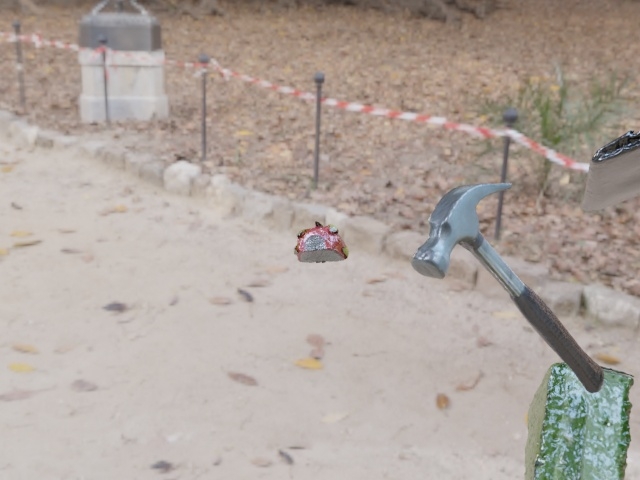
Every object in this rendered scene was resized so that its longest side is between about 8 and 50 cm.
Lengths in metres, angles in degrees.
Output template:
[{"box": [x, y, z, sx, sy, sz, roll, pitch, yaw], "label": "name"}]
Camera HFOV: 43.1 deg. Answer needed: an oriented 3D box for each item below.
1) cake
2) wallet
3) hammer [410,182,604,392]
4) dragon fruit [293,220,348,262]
[{"box": [0.274, 0.258, 0.882, 0.100, 0.099, 0.235, 14, 57, 6], "label": "cake"}, {"box": [0.486, -0.117, 1.233, 0.170, 0.044, 0.321, -18, -16, 12], "label": "wallet"}, {"box": [0.173, 0.047, 0.667, 0.029, 0.246, 0.103, -1, 53, 53], "label": "hammer"}, {"box": [0.000, 0.000, 1.275, 0.083, 0.056, 0.060, -3, 61, 12], "label": "dragon fruit"}]
